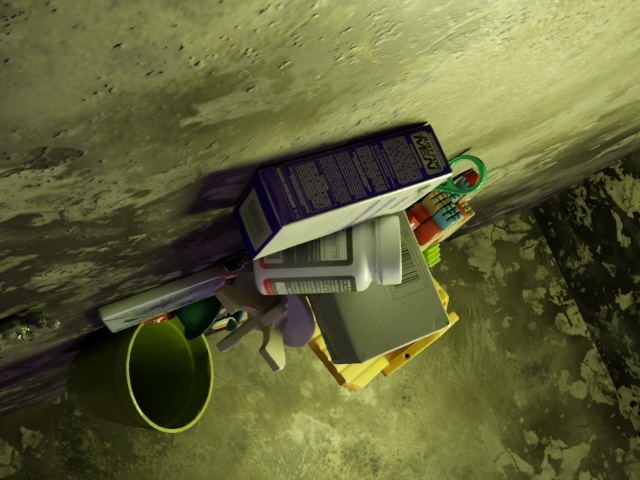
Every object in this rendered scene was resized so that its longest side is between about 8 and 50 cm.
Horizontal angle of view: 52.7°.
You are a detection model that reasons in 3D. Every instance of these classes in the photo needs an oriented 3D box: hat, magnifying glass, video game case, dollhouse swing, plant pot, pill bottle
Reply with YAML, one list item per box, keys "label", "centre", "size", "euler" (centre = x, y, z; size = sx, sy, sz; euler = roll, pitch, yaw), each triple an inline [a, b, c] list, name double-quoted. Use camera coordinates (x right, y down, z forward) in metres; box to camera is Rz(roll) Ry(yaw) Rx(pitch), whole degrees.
- label: "hat"
  centre: [-0.413, 0.182, 1.914]
  size: [0.173, 0.183, 0.208]
  euler: [-33, -149, 30]
- label: "magnifying glass"
  centre: [0.289, -0.141, 1.557]
  size: [0.231, 0.092, 0.026]
  euler: [-16, 180, 36]
- label: "video game case"
  centre: [-0.412, 0.158, 1.721]
  size: [0.329, 0.036, 0.300]
  euler: [-20, 171, -17]
- label: "dollhouse swing"
  centre: [0.147, 0.192, 1.809]
  size: [0.315, 0.347, 0.305]
  euler: [-42, 169, 18]
- label: "plant pot"
  centre: [-0.592, 0.424, 2.035]
  size: [0.353, 0.366, 0.366]
  euler: [-13, 177, 29]
- label: "pill bottle"
  centre: [0.016, 0.024, 1.288]
  size: [0.283, 0.161, 0.161]
  euler: [-2, 173, 5]

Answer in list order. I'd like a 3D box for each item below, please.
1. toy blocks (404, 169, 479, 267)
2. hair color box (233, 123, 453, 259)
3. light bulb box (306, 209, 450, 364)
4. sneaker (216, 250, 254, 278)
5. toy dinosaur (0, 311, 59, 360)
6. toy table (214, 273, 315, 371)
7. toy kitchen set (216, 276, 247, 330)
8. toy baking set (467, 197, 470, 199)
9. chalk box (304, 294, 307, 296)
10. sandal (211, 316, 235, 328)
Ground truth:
- label: "toy blocks"
  centre: [0.308, -0.054, 1.796]
  size: [0.381, 0.190, 0.261]
  euler: [-29, 167, -33]
- label: "hair color box"
  centre: [0.036, -0.085, 1.121]
  size: [0.339, 0.110, 0.185]
  euler: [-17, 170, -25]
- label: "light bulb box"
  centre: [0.095, 0.095, 1.554]
  size: [0.225, 0.358, 0.361]
  euler: [-19, 172, -11]
- label: "sneaker"
  centre: [-0.177, 0.051, 1.593]
  size: [0.158, 0.061, 0.065]
  euler: [-21, 164, -18]
- label: "toy dinosaur"
  centre: [-0.648, 0.202, 1.301]
  size: [0.268, 0.064, 0.118]
  euler: [-21, 157, -6]
- label: "toy table"
  centre: [-0.150, 0.190, 1.655]
  size: [0.252, 0.274, 0.161]
  euler: [-48, 176, 36]
- label: "toy kitchen set"
  centre: [-0.297, 0.172, 2.039]
  size: [0.122, 0.166, 0.207]
  euler: [-11, 129, -56]
- label: "toy baking set"
  centre: [0.443, -0.129, 2.176]
  size: [0.197, 0.030, 0.256]
  euler: [-20, 171, -15]
- label: "chalk box"
  centre: [-0.062, 0.147, 2.077]
  size: [0.289, 0.179, 0.180]
  euler: [-29, 170, 38]
- label: "sandal"
  centre: [-0.302, 0.327, 2.578]
  size: [0.265, 0.076, 0.102]
  euler: [-20, 170, -1]
